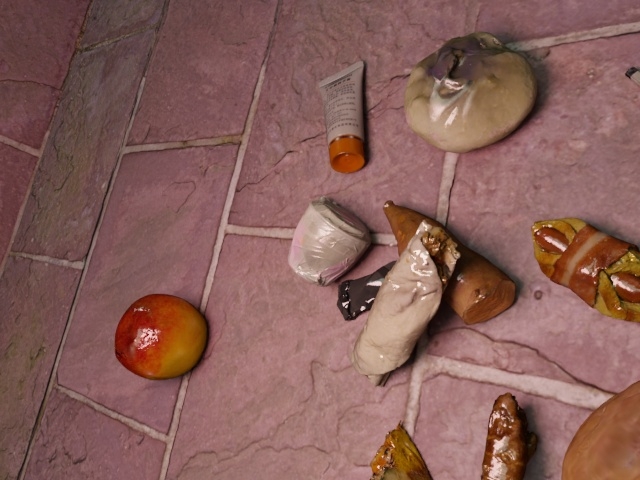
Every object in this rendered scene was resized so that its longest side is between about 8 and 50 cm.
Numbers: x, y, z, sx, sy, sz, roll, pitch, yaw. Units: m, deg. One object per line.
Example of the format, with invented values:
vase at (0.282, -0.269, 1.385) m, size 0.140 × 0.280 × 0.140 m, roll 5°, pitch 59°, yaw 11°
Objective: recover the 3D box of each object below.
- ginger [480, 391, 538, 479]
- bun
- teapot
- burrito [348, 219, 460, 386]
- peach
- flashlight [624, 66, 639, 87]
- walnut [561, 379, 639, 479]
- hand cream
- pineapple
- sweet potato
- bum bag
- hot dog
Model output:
ginger at (0.320, 0.345, 0.821) m, size 0.073 × 0.103 × 0.162 m, roll 5°, pitch 67°, yaw 32°
bun at (0.301, -0.313, 1.025) m, size 0.272 × 0.168 × 0.273 m, roll -10°, pitch 67°, yaw 24°
teapot at (-0.008, -0.002, 1.133) m, size 0.221 × 0.163 × 0.178 m, roll 46°, pitch 109°, yaw 36°
burrito at (0.152, 0.140, 0.930) m, size 0.117 × 0.076 × 0.392 m, roll 40°, pitch 128°, yaw 24°
peach at (-0.420, 0.254, 1.292) m, size 0.230 × 0.231 × 0.231 m, roll -12°, pitch 67°, yaw 31°
flashlight at (0.596, -0.287, 0.898) m, size 0.018 × 0.018 × 0.083 m, roll -39°, pitch 55°, yaw 20°
walnut at (0.470, 0.328, 0.605) m, size 0.343 × 0.306 × 0.306 m, roll -36°, pitch 57°, yaw 17°
hand cream at (0.052, -0.322, 1.252) m, size 0.139 × 0.089 × 0.315 m, roll -16°, pitch 61°, yaw 29°
pineapple at (0.120, 0.478, 0.877) m, size 0.140 × 0.164 × 0.250 m, roll -42°, pitch 58°, yaw 25°
sweet potato at (0.222, 0.029, 0.981) m, size 0.131 × 0.131 × 0.336 m, roll -52°, pitch 53°, yaw 8°
bum bag at (0.114, 0.108, 1.077) m, size 0.197 × 0.049 × 0.087 m, roll -26°, pitch 65°, yaw 25°
hot dog at (0.461, 0.042, 0.829) m, size 0.261 × 0.093 × 0.123 m, roll 37°, pitch 96°, yaw 38°
